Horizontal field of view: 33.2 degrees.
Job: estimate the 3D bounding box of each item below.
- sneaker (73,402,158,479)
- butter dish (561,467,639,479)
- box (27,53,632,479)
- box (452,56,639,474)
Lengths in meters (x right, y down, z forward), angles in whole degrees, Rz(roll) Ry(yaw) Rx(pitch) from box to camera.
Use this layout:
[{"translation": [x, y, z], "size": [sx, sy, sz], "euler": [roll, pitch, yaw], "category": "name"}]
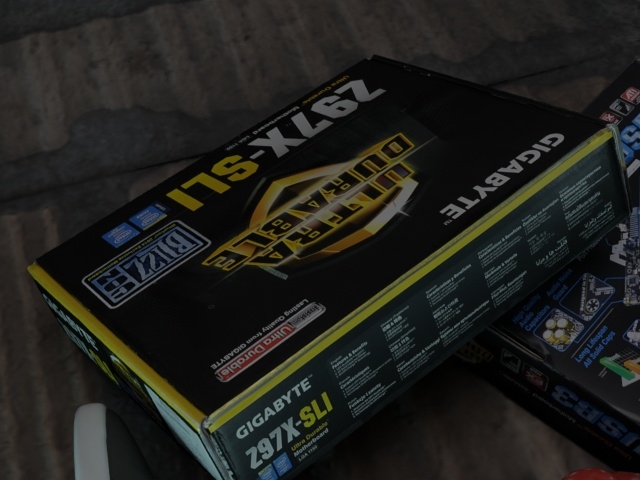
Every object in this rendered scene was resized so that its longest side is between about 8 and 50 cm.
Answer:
[{"translation": [-0.044, 0.208, 0.596], "size": [0.147, 0.104, 0.295], "euler": [-17, 57, -15], "category": "sneaker"}, {"translation": [0.151, 0.177, 0.576], "size": [0.160, 0.118, 0.160], "euler": [-15, 20, -9], "category": "butter dish"}, {"translation": [0.000, 0.000, 0.718], "size": [0.322, 0.079, 0.257], "euler": [-34, 33, -20], "category": "box"}, {"translation": [0.266, 0.030, 0.753], "size": [0.293, 0.073, 0.295], "euler": [32, 58, 26], "category": "box"}]
